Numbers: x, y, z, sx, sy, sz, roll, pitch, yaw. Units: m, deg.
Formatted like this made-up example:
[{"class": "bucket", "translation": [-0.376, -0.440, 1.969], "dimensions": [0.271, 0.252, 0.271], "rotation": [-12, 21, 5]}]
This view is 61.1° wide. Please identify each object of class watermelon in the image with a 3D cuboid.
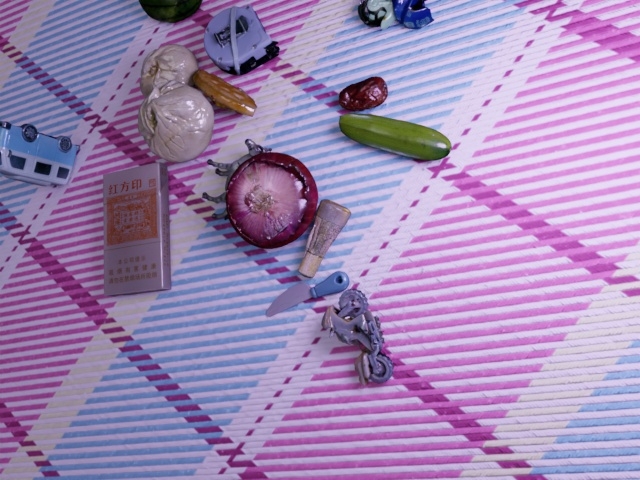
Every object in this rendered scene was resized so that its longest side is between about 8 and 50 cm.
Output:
[{"class": "watermelon", "translation": [-0.455, -0.765, 1.614], "dimensions": [0.232, 0.127, 0.204], "rotation": [8, 84, 18]}]

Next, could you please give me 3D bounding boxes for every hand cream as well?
[{"class": "hand cream", "translation": [0.000, 0.000, 1.352], "dimensions": [0.084, 0.084, 0.203], "rotation": [29, 100, 22]}]

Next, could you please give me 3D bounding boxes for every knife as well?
[{"class": "knife", "translation": [-0.039, 0.132, 1.369], "dimensions": [0.244, 0.032, 0.058], "rotation": [-21, 77, 21]}]

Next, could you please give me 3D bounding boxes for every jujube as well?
[{"class": "jujube", "translation": [0.106, -0.366, 1.366], "dimensions": [0.129, 0.077, 0.078], "rotation": [-8, 79, 25]}]

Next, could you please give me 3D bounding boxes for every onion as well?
[{"class": "onion", "translation": [-0.118, -0.101, 1.363], "dimensions": [0.248, 0.161, 0.248], "rotation": [0, 89, 28]}]

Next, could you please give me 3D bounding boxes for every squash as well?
[{"class": "squash", "translation": [0.179, -0.253, 1.316], "dimensions": [0.292, 0.082, 0.082], "rotation": [19, 88, 24]}]

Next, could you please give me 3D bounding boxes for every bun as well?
[{"class": "bun", "translation": [-0.447, -0.486, 1.573], "dimensions": [0.188, 0.111, 0.164], "rotation": [-26, 76, 11]}, {"class": "bun", "translation": [-0.409, -0.328, 1.491], "dimensions": [0.229, 0.145, 0.230], "rotation": [3, 96, 34]}]

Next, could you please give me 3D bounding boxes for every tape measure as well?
[{"class": "tape measure", "translation": [-0.231, -0.554, 1.507], "dimensions": [0.181, 0.107, 0.182], "rotation": [-34, 74, 5]}]

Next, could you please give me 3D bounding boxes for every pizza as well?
[{"class": "pizza", "translation": [-0.272, -0.403, 1.500], "dimensions": [0.246, 0.127, 0.058], "rotation": [33, 116, 14]}]

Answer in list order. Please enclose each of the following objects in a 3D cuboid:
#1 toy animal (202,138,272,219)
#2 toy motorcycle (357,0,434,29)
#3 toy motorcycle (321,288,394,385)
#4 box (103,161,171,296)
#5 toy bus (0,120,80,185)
[{"class": "toy animal", "translation": [-0.222, -0.160, 1.456], "dimensions": [0.175, 0.073, 0.217], "rotation": [5, 87, 24]}, {"class": "toy motorcycle", "translation": [0.242, -0.660, 1.343], "dimensions": [0.196, 0.125, 0.331], "rotation": [39, 99, 20]}, {"class": "toy motorcycle", "translation": [0.082, 0.231, 1.275], "dimensions": [0.129, 0.094, 0.229], "rotation": [-23, 87, 21]}, {"class": "box", "translation": [-0.530, -0.030, 1.562], "dimensions": [0.204, 0.051, 0.366], "rotation": [-8, 79, 20]}, {"class": "toy bus", "translation": [-0.876, -0.257, 1.614], "dimensions": [0.133, 0.271, 0.165], "rotation": [10, 88, 22]}]
